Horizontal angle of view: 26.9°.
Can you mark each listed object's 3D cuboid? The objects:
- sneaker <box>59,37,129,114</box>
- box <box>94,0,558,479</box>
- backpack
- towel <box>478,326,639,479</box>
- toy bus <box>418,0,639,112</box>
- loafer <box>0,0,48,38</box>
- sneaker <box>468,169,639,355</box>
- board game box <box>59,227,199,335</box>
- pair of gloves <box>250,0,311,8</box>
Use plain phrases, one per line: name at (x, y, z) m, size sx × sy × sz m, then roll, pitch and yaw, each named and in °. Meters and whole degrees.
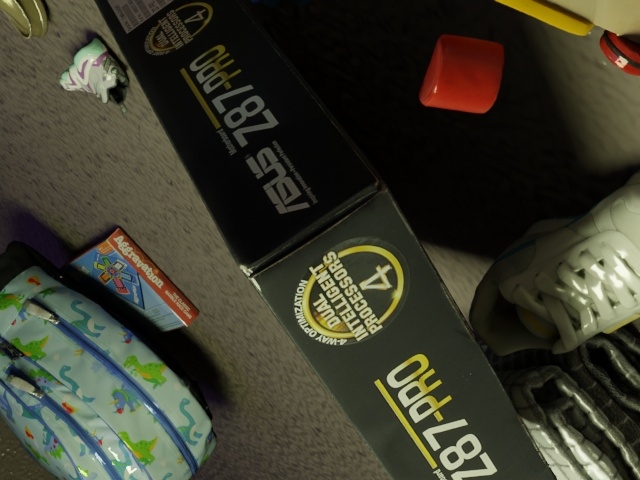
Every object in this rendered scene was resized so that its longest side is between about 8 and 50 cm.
sneaker at (-0.209, -0.146, 1.271) m, size 0.069 × 0.038 × 0.098 m, roll 47°, pitch 158°, yaw -5°
box at (0.000, 0.000, 0.892) m, size 0.318 × 0.097 × 0.395 m, roll 56°, pitch 180°, yaw -38°
backpack at (-0.296, 0.204, 1.746) m, size 0.355 × 0.273 × 0.290 m, roll 20°, pitch 144°, yaw 22°
towel at (0.218, 0.191, 1.030) m, size 0.283 × 0.121 × 0.235 m, roll 48°, pitch 156°, yaw -6°
toy bus at (0.118, -0.156, 0.594) m, size 0.104 × 0.191 × 0.202 m, roll -96°, pitch -12°, yaw -46°
loafer at (-0.313, -0.246, 1.256) m, size 0.148 × 0.050 × 0.056 m, roll 55°, pitch 158°, yaw -21°
sneaker at (0.175, 0.024, 0.836) m, size 0.087 × 0.092 × 0.229 m, roll 47°, pitch 157°, yaw -3°
board game box at (-0.254, 0.064, 1.737) m, size 0.145 × 0.027 × 0.281 m, roll 47°, pitch 158°, yaw -10°
pair of gloves at (-0.017, -0.169, 0.757) m, size 0.159 × 0.198 × 0.023 m, roll -14°, pitch 82°, yaw 45°
